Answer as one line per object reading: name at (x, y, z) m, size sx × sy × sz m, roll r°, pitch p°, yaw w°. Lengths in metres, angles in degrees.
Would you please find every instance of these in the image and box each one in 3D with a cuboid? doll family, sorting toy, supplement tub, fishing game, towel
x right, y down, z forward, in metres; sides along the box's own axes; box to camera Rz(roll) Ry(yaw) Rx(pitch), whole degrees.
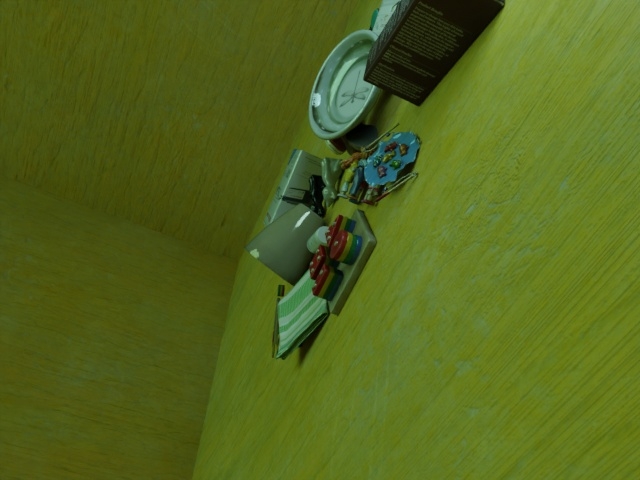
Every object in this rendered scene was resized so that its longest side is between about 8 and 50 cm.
doll family at (0.120, -0.206, 1.600) m, size 0.263 × 0.119 × 0.163 m, roll -157°, pitch 88°, yaw -77°
sorting toy at (-0.152, 0.316, 1.979) m, size 0.132 × 0.047 × 0.274 m, roll -105°, pitch 22°, yaw -70°
supplement tub at (0.000, 0.000, 1.859) m, size 0.107 × 0.071 × 0.070 m, roll -44°, pitch 28°, yaw 58°
sorting toy at (0.052, 0.046, 1.547) m, size 0.257 × 0.090 × 0.255 m, roll -101°, pitch 35°, yaw -66°
fishing game at (0.189, -0.230, 1.410) m, size 0.189 × 0.041 × 0.264 m, roll -33°, pitch 37°, yaw 27°
towel at (-0.067, 0.228, 1.737) m, size 0.248 × 0.038 × 0.324 m, roll -48°, pitch 19°, yaw 19°

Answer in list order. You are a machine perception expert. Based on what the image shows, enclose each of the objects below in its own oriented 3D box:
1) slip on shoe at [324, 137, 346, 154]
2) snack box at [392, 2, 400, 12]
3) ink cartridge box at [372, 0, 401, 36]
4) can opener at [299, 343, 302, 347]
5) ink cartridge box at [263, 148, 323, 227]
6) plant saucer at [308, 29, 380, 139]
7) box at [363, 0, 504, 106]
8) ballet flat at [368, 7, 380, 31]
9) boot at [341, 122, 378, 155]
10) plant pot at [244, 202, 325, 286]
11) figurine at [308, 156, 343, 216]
slip on shoe at (0.104, -0.472, 2.053) m, size 0.101 × 0.123 × 0.331 m, roll -34°, pitch 25°, yaw 51°
snack box at (0.278, -0.857, 2.097) m, size 0.187 × 0.060 × 0.321 m, roll 148°, pitch 141°, yaw -67°
ink cartridge box at (0.261, -0.728, 1.832) m, size 0.261 × 0.066 × 0.296 m, roll -67°, pitch 26°, yaw 11°
can opener at (-0.104, 0.325, 1.790) m, size 0.186 × 0.059 × 0.073 m, roll -120°, pitch 30°, yaw -71°
ink cartridge box at (-0.116, -0.220, 2.434) m, size 0.285 × 0.166 × 0.394 m, roll -129°, pitch 62°, yaw -75°
plant saucer at (0.111, -0.536, 1.823) m, size 0.401 × 0.101 × 0.400 m, roll -25°, pitch 57°, yaw 47°
box at (0.281, -0.549, 1.342) m, size 0.381 × 0.191 × 0.143 m, roll 134°, pitch 154°, yaw -58°
ballet flat at (0.251, -0.948, 2.310) m, size 0.203 × 0.074 × 0.074 m, roll 113°, pitch 171°, yaw -52°
boot at (0.142, -0.352, 1.846) m, size 0.305 × 0.113 × 0.115 m, roll -118°, pitch 12°, yaw -62°
plant pot at (-0.114, -0.002, 2.009) m, size 0.274 × 0.257 × 0.256 m, roll -53°, pitch 13°, yaw -2°
figurine at (0.019, -0.204, 2.095) m, size 0.215 × 0.093 × 0.209 m, roll 132°, pitch 148°, yaw -54°
